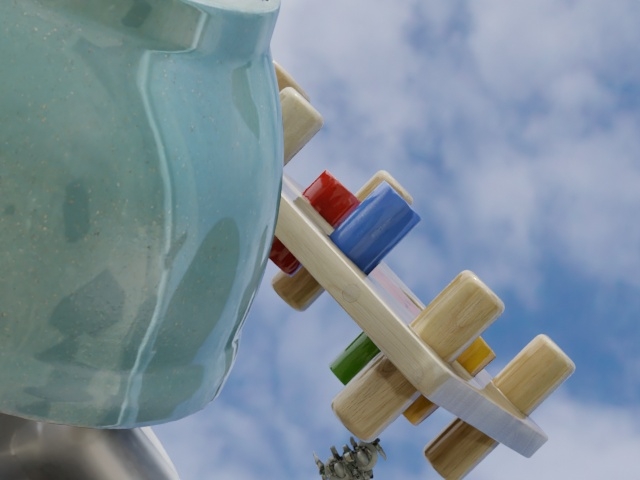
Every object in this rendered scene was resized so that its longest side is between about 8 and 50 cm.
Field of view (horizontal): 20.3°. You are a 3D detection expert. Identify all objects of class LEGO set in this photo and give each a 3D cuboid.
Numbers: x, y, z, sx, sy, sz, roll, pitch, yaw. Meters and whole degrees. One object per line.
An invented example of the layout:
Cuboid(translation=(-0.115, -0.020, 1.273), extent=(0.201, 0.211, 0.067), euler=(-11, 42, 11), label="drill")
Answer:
Cuboid(translation=(0.018, 0.161, 1.195), extent=(0.054, 0.083, 0.023), euler=(4, -13, 11), label="LEGO set")

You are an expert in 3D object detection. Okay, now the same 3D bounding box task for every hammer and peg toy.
Cuboid(translation=(0.000, 0.000, 1.238), extent=(0.127, 0.266, 0.361), euler=(-45, -116, 5), label="hammer and peg toy")

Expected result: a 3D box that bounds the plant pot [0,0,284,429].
Cuboid(translation=(-0.136, -0.073, 0.882), extent=(0.293, 0.293, 0.196), euler=(28, -71, -1), label="plant pot")

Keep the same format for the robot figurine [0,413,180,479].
Cuboid(translation=(-0.210, 0.183, 1.016), extent=(0.353, 0.300, 0.199), euler=(-20, -72, 47), label="robot figurine")
